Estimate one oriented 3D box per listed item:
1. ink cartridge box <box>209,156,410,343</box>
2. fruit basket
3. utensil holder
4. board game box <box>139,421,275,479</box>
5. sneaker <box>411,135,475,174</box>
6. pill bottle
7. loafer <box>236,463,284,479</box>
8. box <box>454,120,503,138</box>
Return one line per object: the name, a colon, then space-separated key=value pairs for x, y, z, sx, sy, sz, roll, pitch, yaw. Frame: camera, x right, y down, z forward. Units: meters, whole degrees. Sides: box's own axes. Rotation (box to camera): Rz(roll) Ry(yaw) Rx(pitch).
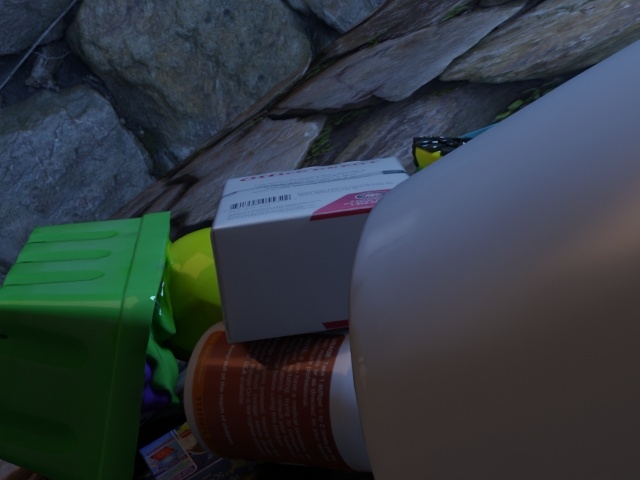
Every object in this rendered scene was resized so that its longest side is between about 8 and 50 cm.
ink cartridge box: x=0.000 y=0.000 z=0.977 sx=0.172 sy=0.100 sz=0.237 roll=-8 pitch=12 yaw=-1
fruit basket: x=-0.171 y=0.106 z=1.266 sx=0.392 sy=0.283 sz=0.392 roll=10 pitch=15 yaw=-3
utensil holder: x=0.249 y=0.030 z=0.425 sx=0.385 sy=0.327 sz=0.327 roll=-28 pitch=17 yaw=27
board game box: x=-0.067 y=0.180 z=1.068 sx=0.201 sy=0.035 sz=0.136 roll=-30 pitch=15 yaw=-12
sneaker: x=0.203 y=0.006 z=0.958 sx=0.134 sy=0.146 sz=0.343 roll=-5 pitch=17 yaw=-30
pill bottle: x=0.006 y=0.126 z=0.918 sx=0.216 sy=0.121 sz=0.121 roll=-1 pitch=32 yaw=31
loafer: x=-0.081 y=0.241 z=0.924 sx=0.050 sy=0.056 sz=0.148 roll=-10 pitch=28 yaw=42
box: x=0.233 y=-0.099 z=1.208 sx=0.100 sy=0.060 sz=0.244 roll=0 pitch=-11 yaw=-43
